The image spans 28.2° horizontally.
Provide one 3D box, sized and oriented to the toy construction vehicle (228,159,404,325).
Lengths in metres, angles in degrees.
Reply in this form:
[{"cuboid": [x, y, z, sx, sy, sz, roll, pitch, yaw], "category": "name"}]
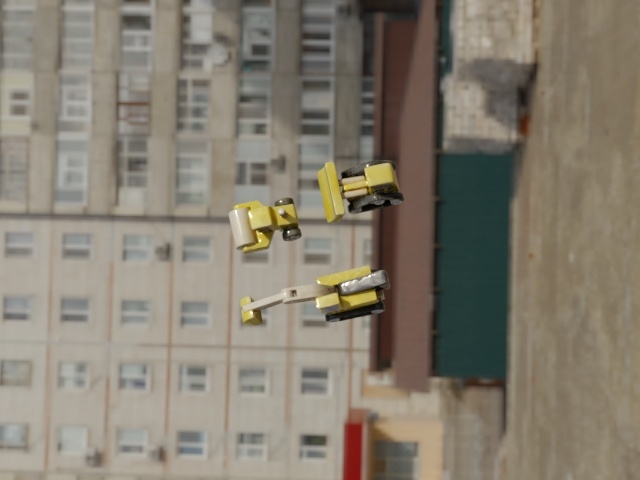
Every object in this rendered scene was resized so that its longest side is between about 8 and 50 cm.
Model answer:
[{"cuboid": [0.000, 0.000, 0.695, 0.035, 0.098, 0.086, 69, -169, -74], "category": "toy construction vehicle"}]
